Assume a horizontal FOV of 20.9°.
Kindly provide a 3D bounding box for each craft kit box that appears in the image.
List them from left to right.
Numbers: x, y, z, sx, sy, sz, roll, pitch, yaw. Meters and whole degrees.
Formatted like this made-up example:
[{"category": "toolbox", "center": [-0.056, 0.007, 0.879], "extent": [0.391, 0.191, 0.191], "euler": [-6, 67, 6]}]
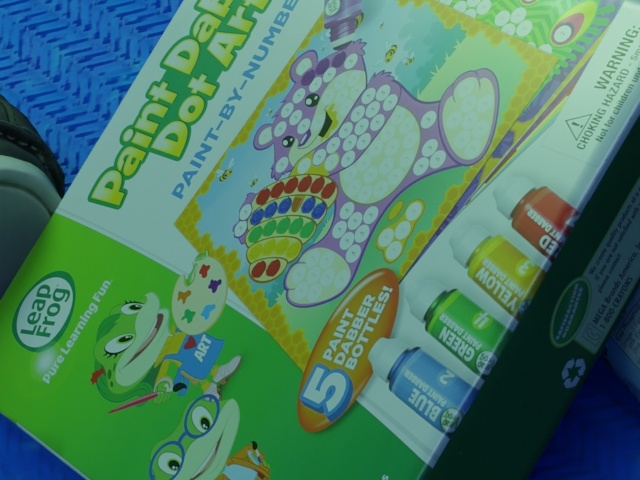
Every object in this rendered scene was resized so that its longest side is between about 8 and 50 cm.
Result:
[{"category": "craft kit box", "center": [0.000, 0.000, 0.658], "extent": [0.246, 0.061, 0.250], "euler": [26, 84, 48]}]

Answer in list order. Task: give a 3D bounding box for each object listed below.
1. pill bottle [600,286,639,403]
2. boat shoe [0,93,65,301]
[{"category": "pill bottle", "center": [0.138, 0.018, 0.639], "extent": [0.087, 0.087, 0.160], "euler": [-37, 58, -1]}, {"category": "boat shoe", "center": [-0.266, 0.039, 0.768], "extent": [0.335, 0.112, 0.095], "euler": [-28, 42, -2]}]
